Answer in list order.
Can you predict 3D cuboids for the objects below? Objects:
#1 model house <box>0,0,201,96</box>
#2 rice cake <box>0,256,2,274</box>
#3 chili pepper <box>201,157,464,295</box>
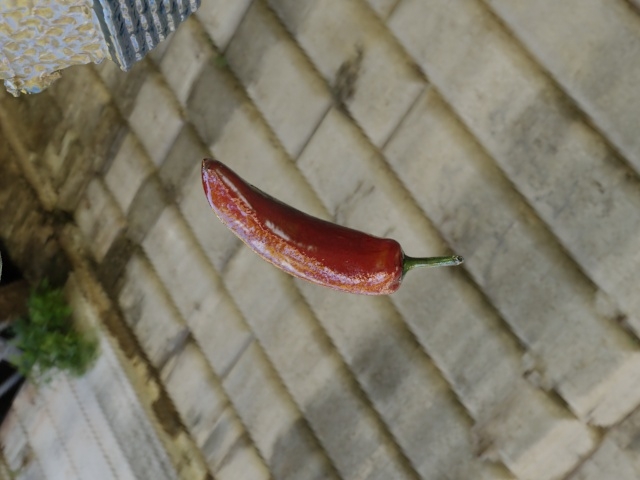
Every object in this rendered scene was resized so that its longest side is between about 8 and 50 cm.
[{"bbox_3d":[-0.381,-0.523,1.840,0.400,0.395,0.445,-10,-115,0],"label":"model house"},{"bbox_3d":[-0.474,-0.047,1.474,0.063,0.066,0.336,1,-138,-32],"label":"rice cake"},{"bbox_3d":[-0.007,0.001,1.411,0.369,0.137,0.091,18,-116,-23],"label":"chili pepper"}]
